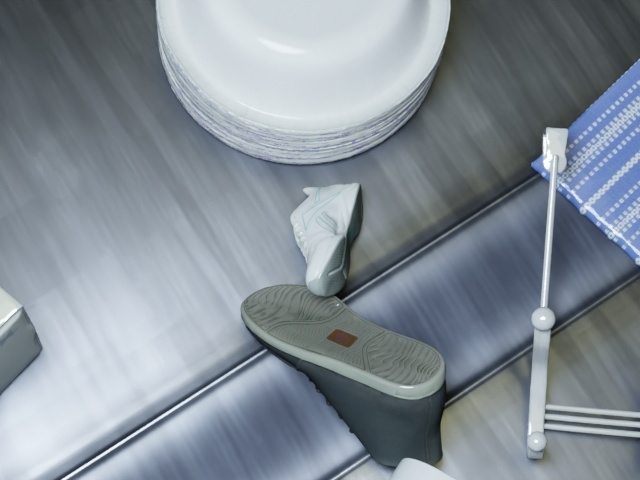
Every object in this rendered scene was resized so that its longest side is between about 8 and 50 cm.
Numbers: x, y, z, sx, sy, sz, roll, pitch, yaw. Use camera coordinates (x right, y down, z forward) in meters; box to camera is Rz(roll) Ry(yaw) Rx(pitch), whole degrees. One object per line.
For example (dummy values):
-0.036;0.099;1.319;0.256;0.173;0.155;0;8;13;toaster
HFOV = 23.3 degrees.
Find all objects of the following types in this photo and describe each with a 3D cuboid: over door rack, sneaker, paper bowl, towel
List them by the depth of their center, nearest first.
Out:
0.016;0.127;1.414;0.222;0.118;0.083;26;46;34;sneaker
0.312;0.045;1.417;0.239;0.108;0.324;5;76;4;over door rack
0.000;0.000;1.448;0.061;0.053;0.152;4;37;10;sneaker
-0.016;-0.228;1.492;0.284;0.148;0.284;1;70;-3;paper bowl
0.408;-0.038;1.515;0.243;0.040;0.336;-43;77;-13;towel

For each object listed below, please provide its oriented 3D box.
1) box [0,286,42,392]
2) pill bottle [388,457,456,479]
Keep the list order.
-0.379;0.050;1.377;0.232;0.148;0.127;40;74;10;box
0.050;0.302;1.329;0.124;0.124;0.221;32;73;7;pill bottle
